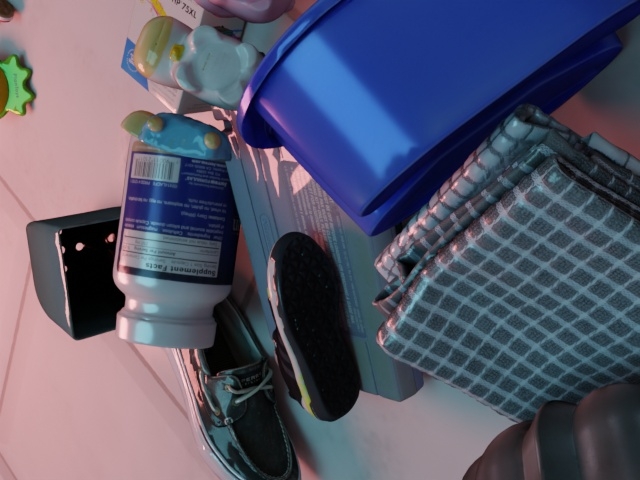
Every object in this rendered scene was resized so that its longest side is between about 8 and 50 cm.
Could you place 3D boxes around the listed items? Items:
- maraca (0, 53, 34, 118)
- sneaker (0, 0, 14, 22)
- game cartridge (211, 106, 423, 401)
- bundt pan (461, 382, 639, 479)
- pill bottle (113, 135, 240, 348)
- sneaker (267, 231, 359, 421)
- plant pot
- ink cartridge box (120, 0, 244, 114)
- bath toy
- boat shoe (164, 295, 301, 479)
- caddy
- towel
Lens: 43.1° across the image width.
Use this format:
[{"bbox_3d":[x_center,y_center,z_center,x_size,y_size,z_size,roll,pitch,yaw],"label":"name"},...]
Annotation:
[{"bbox_3d":[-0.588,-0.271,1.434,0.186,0.099,0.127,0,105,18],"label":"maraca"},{"bbox_3d":[-0.571,-0.390,1.414,0.118,0.042,0.067,46,126,35],"label":"sneaker"},{"bbox_3d":[0.000,0.000,0.933,0.230,0.068,0.354,5,114,43],"label":"game cartridge"},{"bbox_3d":[0.259,0.211,0.633,0.331,0.331,0.124,-48,32,41],"label":"bundt pan"},{"bbox_3d":[-0.181,-0.002,1.030,0.153,0.153,0.264,9,91,42],"label":"pill bottle"},{"bbox_3d":[-0.030,0.102,0.913,0.097,0.084,0.234,9,117,48],"label":"sneaker"},{"bbox_3d":[-0.361,0.030,1.258,0.234,0.166,0.165,13,111,50],"label":"plant pot"},{"bbox_3d":[-0.166,-0.293,1.026,0.134,0.078,0.231,41,127,28],"label":"ink cartridge box"},{"bbox_3d":[-0.093,-0.255,0.866,0.152,0.129,0.348,25,95,4],"label":"bath toy"},{"bbox_3d":[-0.122,0.199,1.098,0.335,0.121,0.119,57,137,19],"label":"boat shoe"},{"bbox_3d":[0.092,-0.159,0.659,0.341,0.241,0.179,-36,81,1],"label":"caddy"},{"bbox_3d":[0.206,0.050,0.650,0.284,0.121,0.235,29,134,-13],"label":"towel"}]
